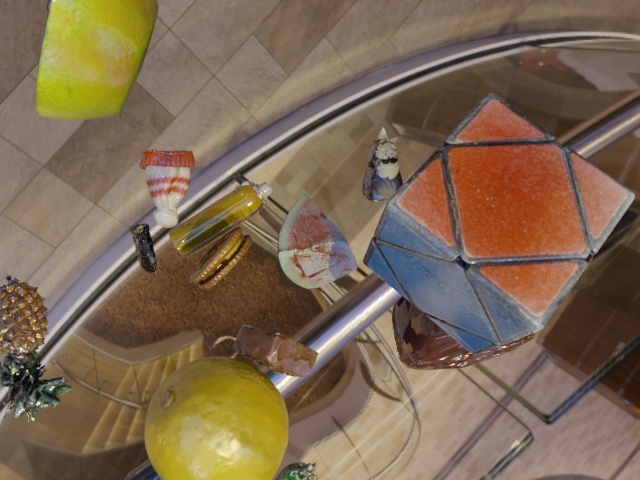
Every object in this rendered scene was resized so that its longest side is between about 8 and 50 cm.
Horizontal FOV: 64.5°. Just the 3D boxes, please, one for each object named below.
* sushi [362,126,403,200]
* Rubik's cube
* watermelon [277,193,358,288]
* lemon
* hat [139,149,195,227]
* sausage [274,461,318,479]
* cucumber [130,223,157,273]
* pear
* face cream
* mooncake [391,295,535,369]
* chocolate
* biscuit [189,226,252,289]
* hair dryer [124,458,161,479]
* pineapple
[{"bbox_3d":[0.220,-0.282,1.914,0.134,0.109,0.273,-7,90,-22],"label":"sushi"},{"bbox_3d":[0.201,-0.009,0.630,0.207,0.205,0.205,-48,169,-18],"label":"Rubik's cube"},{"bbox_3d":[0.000,0.000,1.505,0.213,0.201,0.262,63,31,-43],"label":"watermelon"},{"bbox_3d":[-0.239,0.433,1.176,0.348,0.348,0.348,-11,115,-24],"label":"lemon"},{"bbox_3d":[-0.323,-0.108,1.075,0.112,0.093,0.162,-2,89,-22],"label":"hat"},{"bbox_3d":[-0.073,0.278,0.433,0.033,0.033,0.269,20,113,-33],"label":"sausage"},{"bbox_3d":[-0.468,0.023,1.358,0.053,0.053,0.181,-19,133,-20],"label":"cucumber"},{"bbox_3d":[-0.436,-0.414,1.022,0.165,0.399,0.399,17,102,-25],"label":"pear"},{"bbox_3d":[-0.307,-0.079,1.615,0.348,0.105,0.105,-32,123,-1],"label":"face cream"},{"bbox_3d":[0.322,0.195,1.156,0.326,0.174,0.334,-24,148,27],"label":"mooncake"},{"bbox_3d":[-0.114,0.291,1.313,0.214,0.148,0.093,43,65,-49],"label":"chocolate"},{"bbox_3d":[-0.291,0.052,1.479,0.066,0.220,0.220,44,87,-14],"label":"biscuit"},{"bbox_3d":[-0.349,0.613,1.195,0.189,0.352,0.107,-31,108,-18],"label":"hair dryer"},{"bbox_3d":[-0.440,0.152,0.756,0.103,0.221,0.083,-19,162,-11],"label":"pineapple"}]
